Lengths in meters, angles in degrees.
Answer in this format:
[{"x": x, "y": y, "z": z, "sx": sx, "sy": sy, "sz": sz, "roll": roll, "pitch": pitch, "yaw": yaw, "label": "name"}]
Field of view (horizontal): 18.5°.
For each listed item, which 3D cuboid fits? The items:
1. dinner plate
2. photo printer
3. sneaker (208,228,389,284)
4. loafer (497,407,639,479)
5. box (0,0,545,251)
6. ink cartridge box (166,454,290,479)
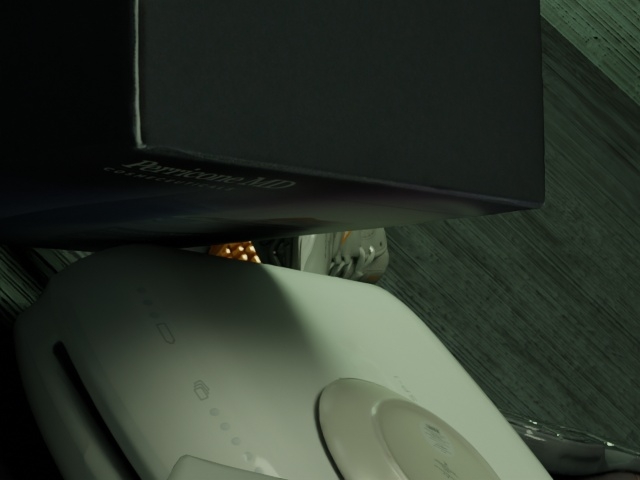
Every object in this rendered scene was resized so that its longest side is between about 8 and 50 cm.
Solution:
[{"x": 0.057, "y": 0.115, "z": 0.938, "sx": 0.141, "sy": 0.017, "sz": 0.141, "roll": 38, "pitch": 19, "yaw": -16, "label": "dinner plate"}, {"x": -0.004, "y": 0.121, "z": 0.995, "sx": 0.307, "sy": 0.107, "sz": 0.256, "roll": 12, "pitch": 34, "yaw": -55, "label": "photo printer"}, {"x": 0.000, "y": 0.000, "z": 1.293, "sx": 0.121, "sy": 0.099, "sz": 0.262, "roll": 41, "pitch": 20, "yaw": -17, "label": "sneaker"}, {"x": 0.159, "y": 0.170, "z": 1.274, "sx": 0.109, "sy": 0.095, "sz": 0.302, "roll": 18, "pitch": -2, "yaw": 34, "label": "loafer"}, {"x": -0.093, "y": -0.095, "z": 0.924, "sx": 0.296, "sy": 0.294, "sz": 0.182, "roll": 5, "pitch": 80, "yaw": -51, "label": "box"}, {"x": 0.095, "y": 0.224, "z": 0.621, "sx": 0.385, "sy": 0.160, "sz": 0.279, "roll": 12, "pitch": 17, "yaw": 6, "label": "ink cartridge box"}]
